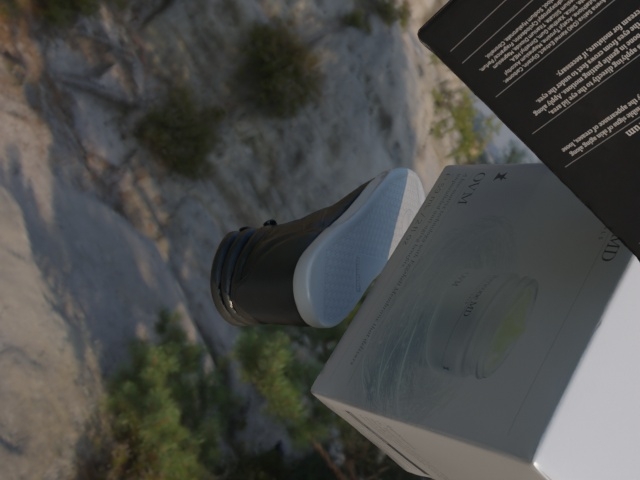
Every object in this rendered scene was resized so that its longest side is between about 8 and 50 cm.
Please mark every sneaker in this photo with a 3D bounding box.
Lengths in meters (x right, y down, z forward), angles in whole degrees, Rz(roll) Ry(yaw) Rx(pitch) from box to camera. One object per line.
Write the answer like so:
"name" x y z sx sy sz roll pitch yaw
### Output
"sneaker" 0.000 0.000 0.898 0.296 0.147 0.104 -37 119 -54

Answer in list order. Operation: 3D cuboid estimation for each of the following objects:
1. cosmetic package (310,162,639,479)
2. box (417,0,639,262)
"cosmetic package" 0.151 0.068 0.649 0.138 0.224 0.225 44 -22 -30
"box" 0.202 -0.124 0.410 0.184 0.261 0.103 46 48 -4
